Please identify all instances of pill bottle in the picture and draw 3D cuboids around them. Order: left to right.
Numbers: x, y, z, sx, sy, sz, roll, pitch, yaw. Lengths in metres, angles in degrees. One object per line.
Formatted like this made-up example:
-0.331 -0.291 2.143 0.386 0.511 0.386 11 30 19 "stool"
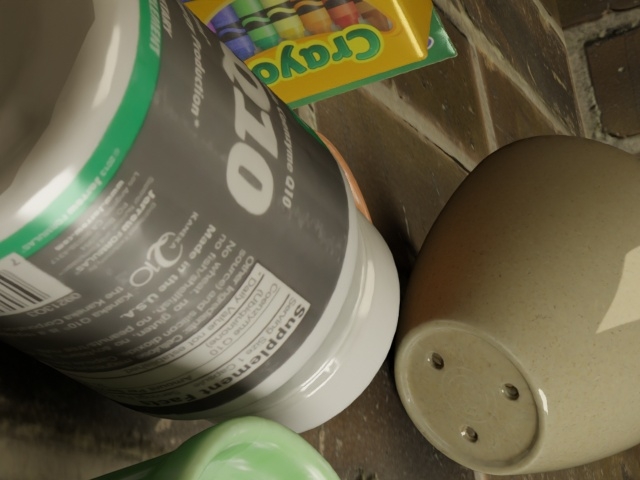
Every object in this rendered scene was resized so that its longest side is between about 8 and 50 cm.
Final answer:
-0.103 -0.018 0.842 0.361 0.204 0.204 41 38 -55 "pill bottle"

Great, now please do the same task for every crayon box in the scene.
-0.050 -0.213 1.115 0.323 0.203 0.083 58 26 -35 "crayon box"

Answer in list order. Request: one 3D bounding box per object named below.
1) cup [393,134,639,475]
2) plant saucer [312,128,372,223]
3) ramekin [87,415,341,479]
0.205 0.093 1.442 0.237 0.331 0.331 -36 110 -43 "cup"
0.000 0.000 1.315 0.200 0.037 0.200 49 32 -46 "plant saucer"
-0.070 0.259 0.798 0.303 0.148 0.303 49 32 -46 "ramekin"
